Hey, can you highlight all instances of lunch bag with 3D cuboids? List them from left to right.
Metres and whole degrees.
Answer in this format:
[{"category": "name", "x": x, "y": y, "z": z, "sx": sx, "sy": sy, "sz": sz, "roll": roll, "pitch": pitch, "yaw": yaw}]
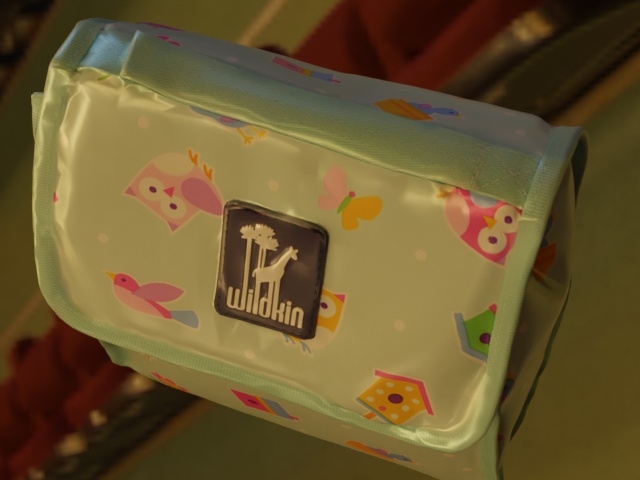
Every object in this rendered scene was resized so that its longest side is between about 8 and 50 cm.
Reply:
[{"category": "lunch bag", "x": 0.000, "y": 0.000, "z": 0.868, "sx": 0.262, "sy": 0.223, "sz": 0.160, "roll": 75, "pitch": -145, "yaw": -71}]
